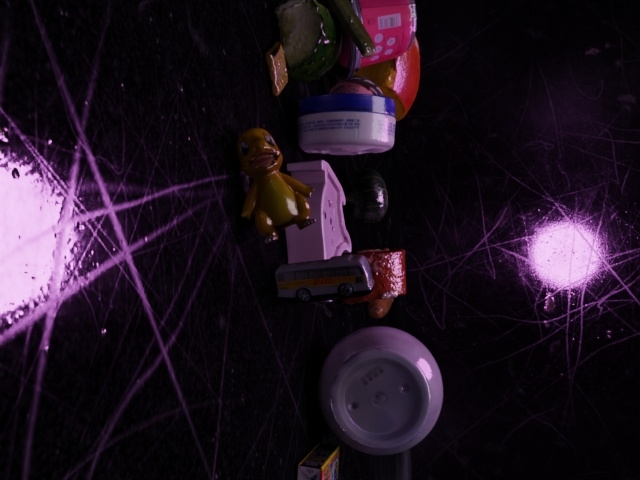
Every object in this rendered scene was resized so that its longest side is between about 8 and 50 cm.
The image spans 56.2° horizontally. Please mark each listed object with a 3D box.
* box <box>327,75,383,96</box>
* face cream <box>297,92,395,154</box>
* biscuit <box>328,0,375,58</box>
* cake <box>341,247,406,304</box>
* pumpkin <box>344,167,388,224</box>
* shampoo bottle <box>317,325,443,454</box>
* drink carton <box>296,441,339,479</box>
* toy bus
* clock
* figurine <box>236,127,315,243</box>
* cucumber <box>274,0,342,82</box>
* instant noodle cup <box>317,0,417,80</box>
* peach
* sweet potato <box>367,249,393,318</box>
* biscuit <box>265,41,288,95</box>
[{"bbox_3d":[0.077,-0.317,1.512,0.151,0.151,0.135,75,26,-42],"label":"box"},{"bbox_3d":[0.053,-0.237,1.255,0.206,0.206,0.110,-16,108,-76],"label":"face cream"},{"bbox_3d":[0.019,-0.519,1.232,0.322,0.038,0.099,58,18,-5],"label":"biscuit"},{"bbox_3d":[0.155,0.098,1.684,0.283,0.177,0.150,7,81,-78],"label":"cake"},{"bbox_3d":[0.134,-0.127,1.746,0.167,0.125,0.167,-13,90,-81],"label":"pumpkin"},{"bbox_3d":[0.133,0.328,1.341,0.266,0.273,0.272,43,45,-84],"label":"shampoo bottle"},{"bbox_3d":[-0.004,0.465,1.208,0.166,0.056,0.071,18,78,-76],"label":"drink carton"},{"bbox_3d":[0.006,0.068,1.071,0.057,0.172,0.072,-51,132,-70],"label":"toy bus"},{"bbox_3d":[0.000,0.000,1.260,0.290,0.080,0.275,41,48,-71],"label":"clock"},{"bbox_3d":[-0.082,-0.092,0.941,0.122,0.122,0.176,-139,-150,-69],"label":"figurine"},{"bbox_3d":[-0.005,-0.415,1.279,0.325,0.105,0.145,-46,131,-76],"label":"cucumber"},{"bbox_3d":[0.115,-0.523,1.419,0.302,0.182,0.258,127,-51,-74],"label":"instant noodle cup"},{"bbox_3d":[0.159,-0.523,1.693,0.380,0.243,0.305,51,43,-68],"label":"peach"},{"bbox_3d":[0.225,0.172,2.155,0.114,0.092,0.341,59,26,-30],"label":"sweet potato"},{"bbox_3d":[-0.080,-0.318,1.108,0.083,0.018,0.081,-72,156,-55],"label":"biscuit"}]
